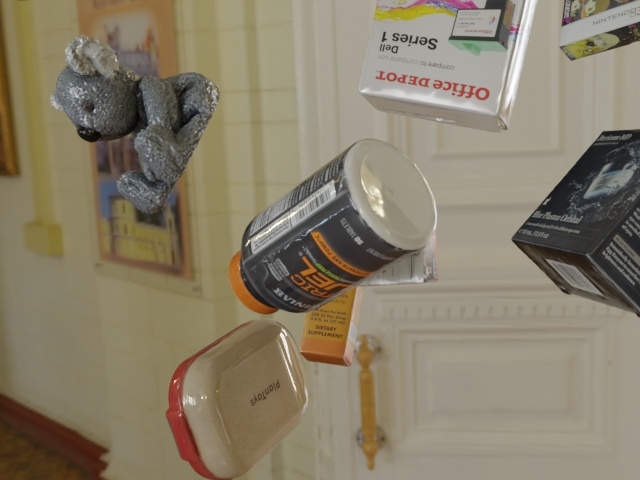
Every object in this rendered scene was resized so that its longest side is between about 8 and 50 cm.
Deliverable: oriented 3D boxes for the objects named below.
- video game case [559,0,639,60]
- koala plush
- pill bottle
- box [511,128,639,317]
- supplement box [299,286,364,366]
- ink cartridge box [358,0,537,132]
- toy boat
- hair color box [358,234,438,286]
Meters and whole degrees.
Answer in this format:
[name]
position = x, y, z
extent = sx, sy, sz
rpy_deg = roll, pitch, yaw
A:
[video game case]
position = 0.417, -0.361, 1.072
extent = 0.210, 0.232, 0.042
rpy_deg = -9, -30, 44
[koala plush]
position = -0.276, -0.188, 1.197
extent = 0.221, 0.203, 0.196
rpy_deg = 28, -27, -11
[pill bottle]
position = 0.000, 0.000, 0.924
extent = 0.130, 0.130, 0.245
rpy_deg = -13, -15, -46
[box]
position = 0.295, -0.023, 0.813
extent = 0.158, 0.093, 0.156
rpy_deg = -48, 13, -5
[supplement box]
position = 0.028, 0.080, 1.356
extent = 0.078, 0.233, 0.080
rpy_deg = 6, -20, 14
[ink cartridge box]
position = 0.185, -0.308, 1.156
extent = 0.201, 0.278, 0.117
rpy_deg = 13, 2, 18
[toy boat]
position = -0.119, 0.190, 1.026
extent = 0.151, 0.151, 0.231
rpy_deg = -12, 9, 33
[hair color box]
position = 0.064, 0.014, 1.089
extent = 0.167, 0.093, 0.053
rpy_deg = -4, -3, 30
